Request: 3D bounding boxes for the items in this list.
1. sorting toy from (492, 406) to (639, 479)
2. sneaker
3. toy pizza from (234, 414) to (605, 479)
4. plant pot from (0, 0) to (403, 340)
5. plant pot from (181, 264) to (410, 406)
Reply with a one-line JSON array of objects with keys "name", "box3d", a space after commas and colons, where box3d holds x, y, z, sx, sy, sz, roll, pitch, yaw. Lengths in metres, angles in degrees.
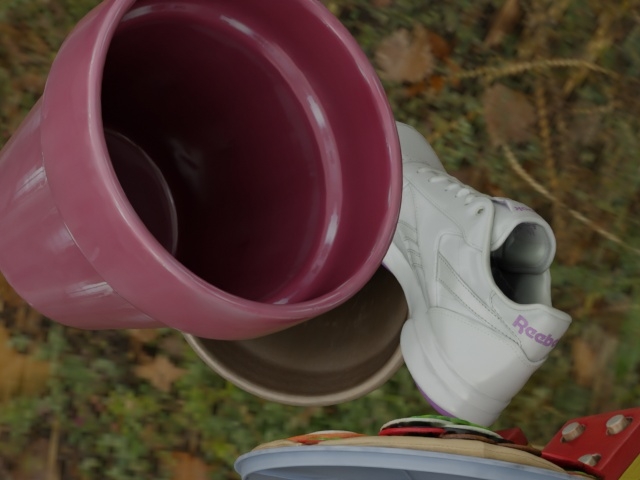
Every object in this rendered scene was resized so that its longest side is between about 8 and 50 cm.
[{"name": "sorting toy", "box3d": [0.131, 0.226, 1.328, 0.257, 0.255, 0.089, -18, 109, 52]}, {"name": "sneaker", "box3d": [0.119, 0.000, 1.474, 0.152, 0.114, 0.305, -47, 42, 27]}, {"name": "toy pizza", "box3d": [0.057, 0.118, 0.938, 0.201, 0.201, 0.032, -4, 71, 32]}, {"name": "plant pot", "box3d": [-0.087, -0.032, 1.017, 0.180, 0.201, 0.201, -23, 68, 47]}, {"name": "plant pot", "box3d": [0.000, 0.000, 1.860, 0.263, 0.229, 0.263, 8, 119, 14]}]
